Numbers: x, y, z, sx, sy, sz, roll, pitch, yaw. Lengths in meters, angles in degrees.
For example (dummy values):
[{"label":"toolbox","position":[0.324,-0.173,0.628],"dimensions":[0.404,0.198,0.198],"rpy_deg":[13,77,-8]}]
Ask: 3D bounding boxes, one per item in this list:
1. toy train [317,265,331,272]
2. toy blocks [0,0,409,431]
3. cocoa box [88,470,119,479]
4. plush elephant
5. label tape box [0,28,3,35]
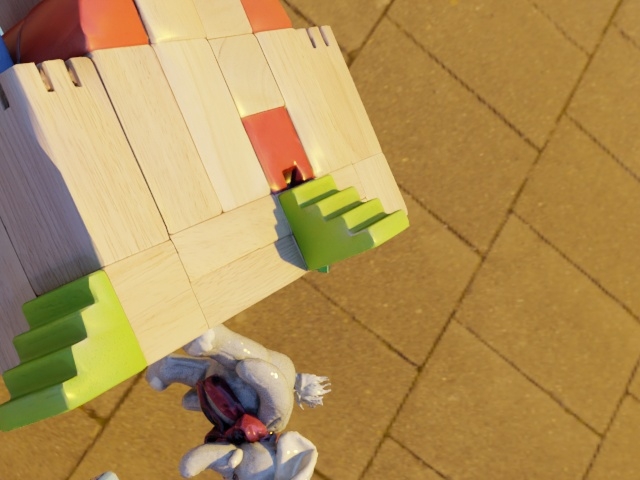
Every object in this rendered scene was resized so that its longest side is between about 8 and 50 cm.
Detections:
[{"label":"toy train","position":[0.000,0.000,0.853],"dimensions":[0.024,0.083,0.017],"rpy_deg":[9,47,8]},{"label":"toy blocks","position":[-0.095,-0.085,0.527],"dimensions":[0.381,0.191,0.261],"rpy_deg":[-29,96,-57]},{"label":"cocoa box","position":[-0.150,0.354,0.483],"dimensions":[0.228,0.231,0.347],"rpy_deg":[-31,92,12]},{"label":"plush elephant","position":[-0.139,0.319,1.510],"dimensions":[0.330,0.272,0.255],"rpy_deg":[21,59,-27]},{"label":"label tape box","position":[-0.340,-0.048,0.745],"dimensions":[0.249,0.347,0.115],"rpy_deg":[-29,63,-27]}]
